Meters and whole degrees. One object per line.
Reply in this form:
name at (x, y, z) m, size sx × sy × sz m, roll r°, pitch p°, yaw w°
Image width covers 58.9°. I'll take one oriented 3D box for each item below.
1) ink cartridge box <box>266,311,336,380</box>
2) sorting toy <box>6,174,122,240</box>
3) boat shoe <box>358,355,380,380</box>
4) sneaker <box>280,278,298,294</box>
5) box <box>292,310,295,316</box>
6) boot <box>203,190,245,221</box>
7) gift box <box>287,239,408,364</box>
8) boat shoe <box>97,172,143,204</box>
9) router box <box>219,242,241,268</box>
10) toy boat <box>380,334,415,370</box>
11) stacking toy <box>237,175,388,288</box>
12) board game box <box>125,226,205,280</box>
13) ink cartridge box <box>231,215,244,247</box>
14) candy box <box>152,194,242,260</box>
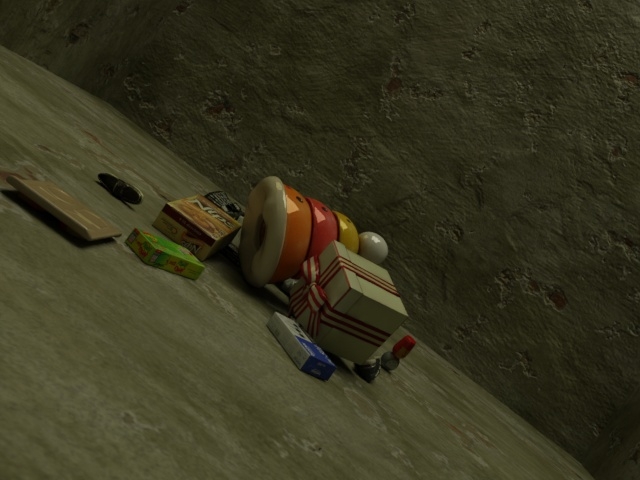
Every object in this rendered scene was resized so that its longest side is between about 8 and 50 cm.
ink cartridge box at (-0.051, 0.262, 1.419) m, size 0.097 × 0.046 × 0.207 m, roll 33°, pitch 5°, yaw -36°
sorting toy at (-0.519, -0.058, 1.160) m, size 0.193 × 0.038 × 0.208 m, roll 37°, pitch -1°, yaw -3°
boat shoe at (0.149, 0.394, 1.750) m, size 0.206 × 0.075 × 0.065 m, roll 48°, pitch 33°, yaw -79°
sneaker at (-0.089, 0.181, 2.011) m, size 0.132 × 0.086 × 0.229 m, roll 31°, pitch -7°, yaw 5°
box at (0.013, 0.273, 1.864) m, size 0.183 × 0.056 × 0.231 m, roll 38°, pitch 3°, yaw 16°
boot at (-0.358, -0.090, 2.473) m, size 0.260 × 0.131 × 0.348 m, roll 38°, pitch 4°, yaw 19°
gift box at (0.053, 0.194, 1.620) m, size 0.258 × 0.276 × 0.255 m, roll 29°, pitch 18°, yaw -28°
boat shoe at (-0.583, -0.149, 1.642) m, size 0.152 × 0.056 × 0.049 m, roll 28°, pitch 6°, yaw 14°
router box at (-0.294, 0.050, 1.953) m, size 0.122 × 0.038 × 0.092 m, roll 37°, pitch 3°, yaw 18°
toy boat at (0.188, 0.313, 2.039) m, size 0.318 × 0.148 × 0.267 m, roll 46°, pitch 19°, yaw 15°
stacking toy at (0.000, 0.000, 1.835) m, size 0.479 × 0.351 × 0.350 m, roll 9°, pitch 15°, yaw -24°
board game box at (-0.366, 0.034, 1.349) m, size 0.092 × 0.043 × 0.181 m, roll 38°, pitch 3°, yaw 31°
ink cartridge box at (-0.186, 0.033, 2.161) m, size 0.289 × 0.122 × 0.211 m, roll 23°, pitch -8°, yaw 44°
candy box at (-0.372, -0.048, 1.768) m, size 0.183 × 0.088 × 0.316 m, roll 37°, pitch 11°, yaw -1°
